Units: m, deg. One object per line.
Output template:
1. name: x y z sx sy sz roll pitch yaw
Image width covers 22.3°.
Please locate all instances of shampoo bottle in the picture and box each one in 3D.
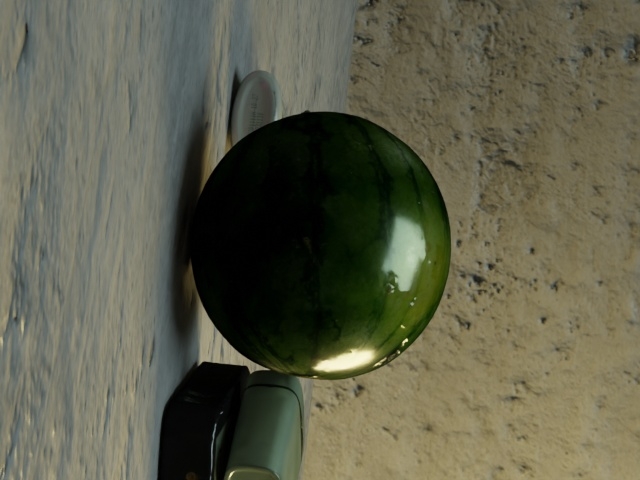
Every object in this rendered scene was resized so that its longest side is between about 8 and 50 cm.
1. shampoo bottle: -0.060 -0.104 1.748 0.221 0.051 0.108 76 19 -78

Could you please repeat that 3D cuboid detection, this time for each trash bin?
1. trash bin: -0.050 0.202 1.481 0.130 0.059 0.116 -78 169 -54

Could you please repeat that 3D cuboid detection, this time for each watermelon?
1. watermelon: 0.000 0.005 1.464 0.242 0.242 0.242 5 90 -86

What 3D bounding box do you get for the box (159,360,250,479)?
1. box: -0.113 0.301 1.514 0.211 0.058 0.350 -48 143 -79
